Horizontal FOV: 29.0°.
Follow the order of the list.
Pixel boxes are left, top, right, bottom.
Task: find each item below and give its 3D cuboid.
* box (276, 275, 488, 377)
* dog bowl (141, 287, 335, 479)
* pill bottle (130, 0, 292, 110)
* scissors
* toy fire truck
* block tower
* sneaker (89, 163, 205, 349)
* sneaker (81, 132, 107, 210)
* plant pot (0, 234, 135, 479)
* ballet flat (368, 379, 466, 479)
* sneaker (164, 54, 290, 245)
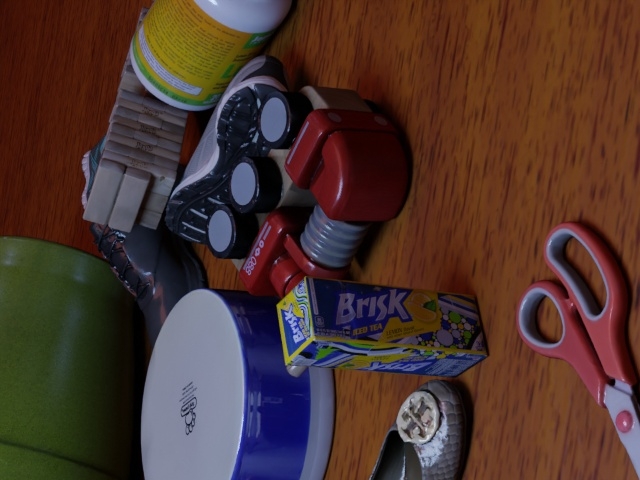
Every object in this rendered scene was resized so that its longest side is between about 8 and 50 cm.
[{"bbox_3d":[0.051,0.074,1.024,0.054,0.168,0.059,-45,46,47],"label":"box"},{"bbox_3d":[-0.095,0.184,1.320,0.265,0.104,0.265,-24,62,57],"label":"dog bowl"},{"bbox_3d":[-0.117,-0.273,1.447,0.246,0.136,0.136,-45,45,46],"label":"pill bottle"},{"bbox_3d":[0.216,0.107,0.876,0.109,0.021,0.297,-60,34,29],"label":"scissors"},{"bbox_3d":[0.000,0.000,1.179,0.246,0.158,0.217,54,129,36],"label":"toy fire truck"},{"bbox_3d":[-0.216,-0.154,1.547,0.335,0.091,0.097,-85,18,-46],"label":"block tower"},{"bbox_3d":[-0.227,0.019,1.574,0.109,0.130,0.286,-48,44,41],"label":"sneaker"},{"bbox_3d":[-0.313,-0.092,1.826,0.076,0.065,0.166,-51,43,36],"label":"sneaker"},{"bbox_3d":[-0.398,0.195,1.654,0.366,0.366,0.353,-25,50,56],"label":"plant pot"},{"bbox_3d":[0.059,0.231,1.081,0.084,0.058,0.250,52,127,52],"label":"ballet flat"},{"bbox_3d":[-0.098,-0.097,1.430,0.271,0.100,0.108,-57,16,38],"label":"sneaker"}]
